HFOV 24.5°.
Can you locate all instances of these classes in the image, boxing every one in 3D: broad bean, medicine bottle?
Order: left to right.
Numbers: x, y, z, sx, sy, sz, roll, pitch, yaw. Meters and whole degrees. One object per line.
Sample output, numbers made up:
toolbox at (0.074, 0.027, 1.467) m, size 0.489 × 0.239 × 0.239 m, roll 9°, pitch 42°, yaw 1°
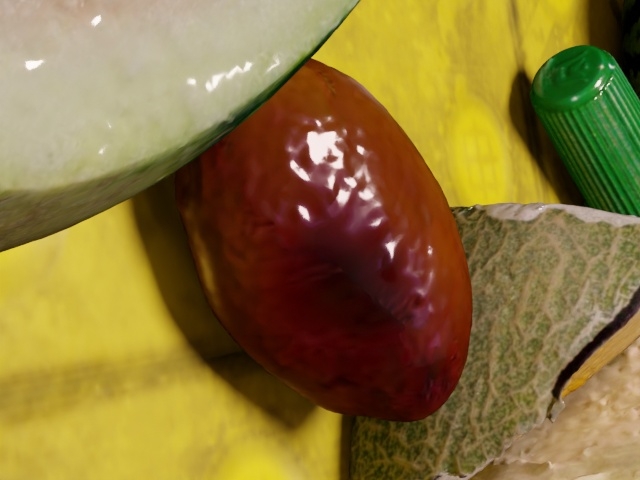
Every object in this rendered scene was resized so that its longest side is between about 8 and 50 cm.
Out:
broad bean at (0.000, 0.000, 0.607) m, size 0.165 × 0.084 × 0.114 m, roll 51°, pitch 52°, yaw -31°
medicine bottle at (0.218, -0.003, 0.950) m, size 0.309 × 0.076 × 0.111 m, roll 50°, pitch 42°, yaw -36°

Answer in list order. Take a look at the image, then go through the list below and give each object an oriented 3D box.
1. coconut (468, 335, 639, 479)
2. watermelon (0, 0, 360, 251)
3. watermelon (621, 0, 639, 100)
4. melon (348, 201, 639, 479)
coconut at (0.238, 0.146, 0.775) m, size 0.297 × 0.254 × 0.297 m, roll 19°, pitch 67°, yaw -53°
watermelon at (-0.094, -0.109, 0.469) m, size 0.310 × 0.193 × 0.232 m, roll -28°, pitch 124°, yaw -43°
watermelon at (0.348, -0.136, 0.997) m, size 0.285 × 0.285 × 0.285 m, roll 21°, pitch 64°, yaw -53°
melon at (0.073, 0.046, 0.693) m, size 0.139 × 0.202 × 0.093 m, roll 47°, pitch -3°, yaw 30°
